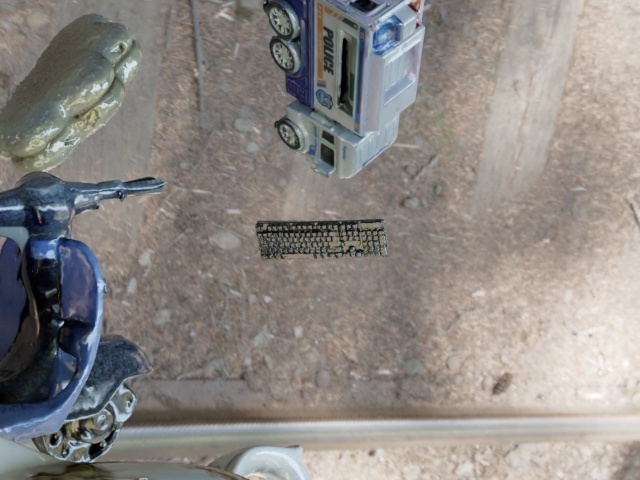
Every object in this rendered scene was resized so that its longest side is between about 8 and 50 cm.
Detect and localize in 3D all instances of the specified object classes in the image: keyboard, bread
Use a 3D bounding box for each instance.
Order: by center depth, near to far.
[{"bbox_3d":[-0.376,-0.250,1.260,0.183,0.337,0.102,-11,135,26],"label":"bread"},{"bbox_3d":[0.000,0.000,1.350,0.231,0.023,0.072,-1,110,17],"label":"keyboard"}]

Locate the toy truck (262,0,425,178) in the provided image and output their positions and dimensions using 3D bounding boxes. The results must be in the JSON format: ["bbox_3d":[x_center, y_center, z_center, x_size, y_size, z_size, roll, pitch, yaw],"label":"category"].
[{"bbox_3d":[0.035,-0.191,0.930,0.124,0.155,0.268,-40,152,-26],"label":"toy truck"}]

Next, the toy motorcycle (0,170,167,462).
[{"bbox_3d":[-0.230,0.049,0.463,0.358,0.125,0.213,5,95,-56],"label":"toy motorcycle"}]

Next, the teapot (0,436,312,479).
[{"bbox_3d":[-0.099,0.152,0.364,0.204,0.139,0.298,-26,148,28],"label":"teapot"}]
